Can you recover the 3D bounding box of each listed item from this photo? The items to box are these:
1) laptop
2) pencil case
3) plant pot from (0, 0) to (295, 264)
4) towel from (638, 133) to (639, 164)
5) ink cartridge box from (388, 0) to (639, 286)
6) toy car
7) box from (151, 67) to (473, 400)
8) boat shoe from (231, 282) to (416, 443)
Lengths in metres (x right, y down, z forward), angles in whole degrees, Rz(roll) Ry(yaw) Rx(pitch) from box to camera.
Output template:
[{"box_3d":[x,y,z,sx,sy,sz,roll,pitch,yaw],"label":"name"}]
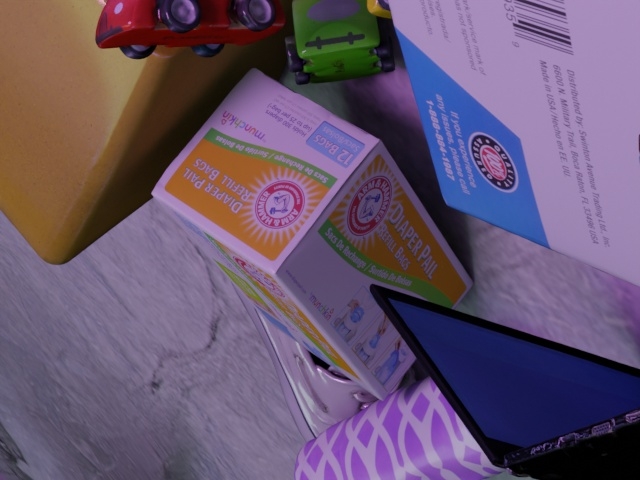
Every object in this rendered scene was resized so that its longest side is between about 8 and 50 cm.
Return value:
[{"box_3d":[0.197,0.070,0.883,0.234,0.137,0.264,18,149,-34],"label":"laptop"},{"box_3d":[0.076,0.141,1.185,0.206,0.086,0.088,-28,147,37],"label":"pencil case"},{"box_3d":[-0.131,-0.150,1.070,0.212,0.212,0.187,49,144,1],"label":"plant pot"},{"box_3d":[0.310,0.054,0.589,0.370,0.040,0.271,-2,132,20],"label":"towel"},{"box_3d":[0.181,-0.082,0.718,0.307,0.129,0.223,25,146,40],"label":"ink cartridge box"},{"box_3d":[0.004,-0.131,0.959,0.225,0.239,0.053,59,-157,-84],"label":"toy car"},{"box_3d":[0.000,0.000,1.094,0.114,0.103,0.203,32,169,33],"label":"box"},{"box_3d":[0.023,0.087,1.269,0.088,0.096,0.267,1,118,64],"label":"boat shoe"}]
